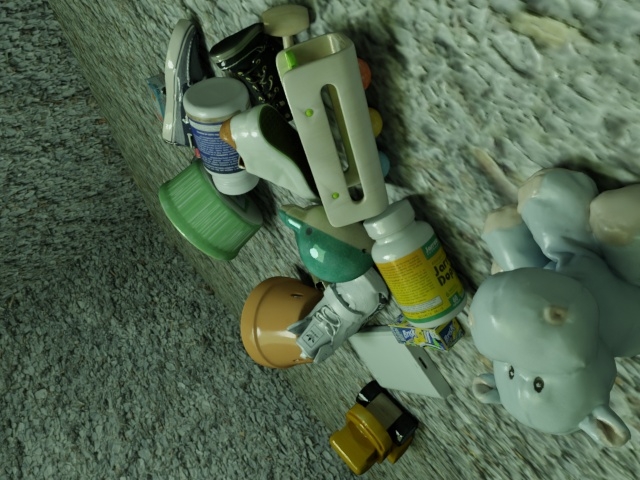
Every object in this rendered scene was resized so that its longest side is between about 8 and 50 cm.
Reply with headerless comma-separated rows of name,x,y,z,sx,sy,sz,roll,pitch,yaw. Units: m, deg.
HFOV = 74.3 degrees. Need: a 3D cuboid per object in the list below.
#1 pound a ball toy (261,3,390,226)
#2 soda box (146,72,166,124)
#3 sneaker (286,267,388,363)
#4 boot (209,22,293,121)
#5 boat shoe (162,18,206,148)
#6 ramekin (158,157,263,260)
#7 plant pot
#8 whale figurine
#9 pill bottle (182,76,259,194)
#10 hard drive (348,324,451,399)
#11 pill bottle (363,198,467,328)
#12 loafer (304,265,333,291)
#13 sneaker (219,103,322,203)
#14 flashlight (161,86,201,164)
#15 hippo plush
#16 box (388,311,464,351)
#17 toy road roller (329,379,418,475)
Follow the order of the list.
pound a ball toy,0.022,-0.215,0.699,0.208,0.135,0.320,-106,-3,-53
soda box,-0.534,-0.474,1.442,0.058,0.062,0.183,47,155,17
sneaker,0.037,0.191,1.059,0.137,0.210,0.366,46,155,19
boot,-0.103,-0.284,0.757,0.237,0.085,0.179,-84,-28,-59
boat shoe,-0.315,-0.387,1.114,0.157,0.127,0.341,18,135,-7
ramekin,-0.313,-0.101,1.266,0.303,0.148,0.303,48,-168,-13
plant pot,-0.068,0.255,1.300,0.203,0.291,0.291,-5,119,43
whale figurine,0.000,0.000,0.909,0.216,0.141,0.272,23,-179,-40
pill bottle,-0.234,-0.252,1.058,0.153,0.153,0.265,40,152,31
hard drive,0.197,0.323,1.148,0.203,0.040,0.307,55,156,-1
pill bottle,0.162,0.039,0.743,0.209,0.117,0.117,60,156,-11
loafer,-0.001,0.108,1.222,0.148,0.050,0.056,42,153,27
sneaker,-0.082,-0.160,0.834,0.122,0.106,0.290,-4,155,29
flashlight,-0.397,-0.330,1.314,0.103,0.103,0.304,20,139,25
hippo plush,0.255,0.089,0.485,0.234,0.236,0.295,7,128,59
box,0.221,0.190,0.901,0.054,0.059,0.169,57,156,-8
toy road roller,0.157,0.646,1.394,0.202,0.240,0.330,40,152,31
